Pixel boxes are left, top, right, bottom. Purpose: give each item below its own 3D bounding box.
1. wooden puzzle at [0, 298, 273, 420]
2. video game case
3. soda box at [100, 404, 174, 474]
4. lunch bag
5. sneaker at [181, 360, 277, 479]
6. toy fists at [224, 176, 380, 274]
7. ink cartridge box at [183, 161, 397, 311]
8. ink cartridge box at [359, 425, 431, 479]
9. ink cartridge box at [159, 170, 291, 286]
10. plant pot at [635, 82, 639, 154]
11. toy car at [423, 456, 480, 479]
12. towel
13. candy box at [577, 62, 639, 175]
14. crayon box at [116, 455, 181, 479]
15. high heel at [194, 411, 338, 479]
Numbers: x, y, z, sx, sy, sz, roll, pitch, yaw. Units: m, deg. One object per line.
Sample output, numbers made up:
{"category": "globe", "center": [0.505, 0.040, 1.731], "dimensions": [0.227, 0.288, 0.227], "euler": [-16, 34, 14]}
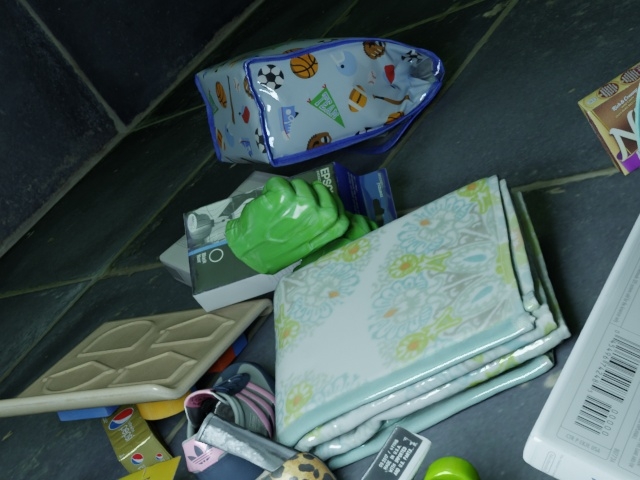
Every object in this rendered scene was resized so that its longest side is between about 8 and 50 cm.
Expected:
{"category": "wooden puzzle", "center": [-0.270, 0.194, 1.758], "dimensions": [0.322, 0.081, 0.348], "euler": [-9, 14, 27]}
{"category": "video game case", "center": [0.345, 0.109, 0.861], "dimensions": [0.299, 0.036, 0.329], "euler": [25, 45, 15]}
{"category": "soda box", "center": [-0.270, 0.291, 1.697], "dimensions": [0.061, 0.058, 0.181], "euler": [-39, 21, -8]}
{"category": "lunch bag", "center": [0.004, -0.273, 2.198], "dimensions": [0.385, 0.239, 0.328], "euler": [-19, 13, -21]}
{"category": "sneaker", "center": [-0.120, 0.221, 1.510], "dimensions": [0.112, 0.131, 0.319], "euler": [-34, 21, 7]}
{"category": "toy fists", "center": [0.000, 0.000, 1.616], "dimensions": [0.142, 0.279, 0.096], "euler": [-30, 48, 24]}
{"category": "ink cartridge box", "center": [-0.047, -0.016, 1.799], "dimensions": [0.332, 0.065, 0.165], "euler": [-18, 54, 9]}
{"category": "ink cartridge box", "center": [0.019, 0.301, 1.084], "dimensions": [0.206, 0.045, 0.208], "euler": [-52, -15, -36]}
{"category": "ink cartridge box", "center": [-0.142, -0.012, 2.124], "dimensions": [0.261, 0.066, 0.296], "euler": [-42, 22, -14]}
{"category": "plant pot", "center": [0.494, -0.127, 1.104], "dimensions": [0.235, 0.293, 0.293], "euler": [-30, 16, -30]}
{"category": "toy car", "center": [0.080, 0.312, 1.020], "dimensions": [0.188, 0.149, 0.155], "euler": [-40, 6, 25]}
{"category": "towel", "center": [0.108, 0.096, 1.428], "dimensions": [0.374, 0.090, 0.321], "euler": [-26, 32, 17]}
{"category": "candy box", "center": [0.446, -0.183, 1.511], "dimensions": [0.186, 0.109, 0.053], "euler": [-33, 22, 8]}
{"category": "crayon box", "center": [-0.302, 0.413, 1.460], "dimensions": [0.318, 0.081, 0.202], "euler": [-27, 23, 25]}
{"category": "high heel", "center": [-0.093, 0.348, 1.311], "dimensions": [0.261, 0.186, 0.093], "euler": [-68, -14, 1]}
